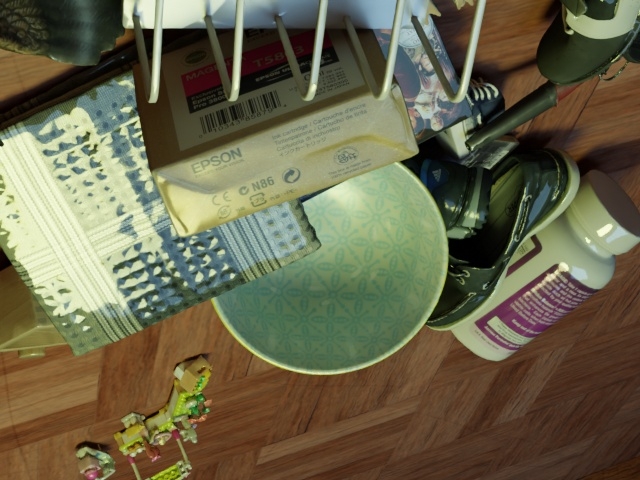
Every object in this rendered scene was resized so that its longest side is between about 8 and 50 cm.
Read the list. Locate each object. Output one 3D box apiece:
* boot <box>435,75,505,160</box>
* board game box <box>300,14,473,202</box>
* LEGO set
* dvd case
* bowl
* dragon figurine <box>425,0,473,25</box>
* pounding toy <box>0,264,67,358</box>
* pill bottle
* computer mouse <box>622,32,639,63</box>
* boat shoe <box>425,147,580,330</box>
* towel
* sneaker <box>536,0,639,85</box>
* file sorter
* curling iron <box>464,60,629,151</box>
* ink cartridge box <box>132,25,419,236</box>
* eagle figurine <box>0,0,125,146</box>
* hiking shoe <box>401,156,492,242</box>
[{"bbox_3d":[0.173,-0.174,1.734,0.086,0.069,0.190,-41,156,-8],"label":"boot"},{"bbox_3d":[0.028,-0.151,1.572,0.243,0.042,0.165,-27,128,3],"label":"board game box"},{"bbox_3d":[-0.229,0.294,2.180,0.287,0.107,0.132,-39,152,25],"label":"LEGO set"},{"bbox_3d":[0.138,-0.091,1.897,0.221,0.018,0.164,1,144,-45],"label":"dvd case"},{"bbox_3d":[0.000,0.000,1.744,0.289,0.289,0.156,-27,-162,3],"label":"bowl"},{"bbox_3d":[0.084,-0.304,1.362,0.085,0.144,0.289,-26,136,3],"label":"dragon figurine"},{"bbox_3d":[-0.314,0.076,1.716,0.181,0.094,0.206,-4,166,-41],"label":"pounding toy"},{"bbox_3d":[0.326,0.033,2.130,0.301,0.169,0.169,-40,151,28],"label":"pill bottle"},{"bbox_3d":[0.461,-0.324,1.714,0.184,0.060,0.262,0,133,-36],"label":"computer mouse"},{"bbox_3d":[0.218,0.000,2.020,0.113,0.127,0.340,4,140,-45],"label":"boat shoe"},{"bbox_3d":[-0.187,-0.051,1.515,0.312,0.056,0.324,-24,130,-1],"label":"towel"},{"bbox_3d":[0.305,-0.301,1.568,0.146,0.122,0.330,10,141,-25],"label":"sneaker"},{"bbox_3d":[-0.017,-0.223,1.188,0.277,0.173,0.193,-1,129,-12],"label":"file sorter"},{"bbox_3d":[0.288,-0.176,1.780,0.274,0.035,0.068,-33,159,-23],"label":"curling iron"},{"bbox_3d":[-0.048,-0.123,1.342,0.234,0.193,0.088,-20,129,0],"label":"ink cartridge box"},{"bbox_3d":[-0.317,-0.171,1.181,0.226,0.225,0.298,12,-167,9],"label":"eagle figurine"},{"bbox_3d":[0.111,-0.030,1.879,0.132,0.113,0.304,20,148,-11],"label":"hiking shoe"}]
